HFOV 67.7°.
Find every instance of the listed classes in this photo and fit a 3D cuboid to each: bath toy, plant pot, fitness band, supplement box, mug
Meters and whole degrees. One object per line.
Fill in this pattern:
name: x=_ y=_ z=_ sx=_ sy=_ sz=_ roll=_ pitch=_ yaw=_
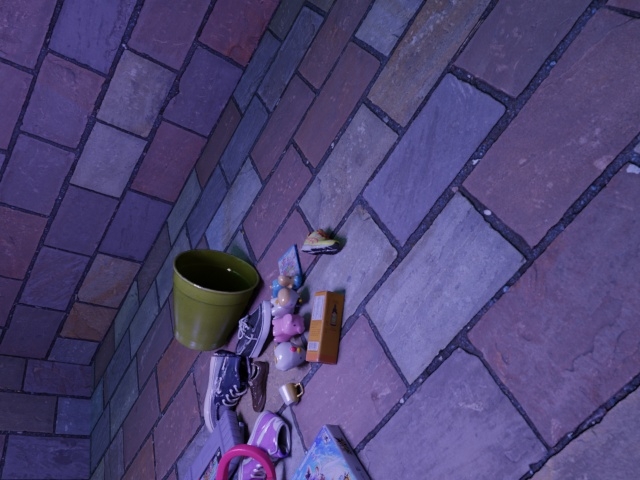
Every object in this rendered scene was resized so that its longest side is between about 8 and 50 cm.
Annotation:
bath toy: x=-0.110 y=0.294 z=1.716 sx=0.151 sy=0.129 sz=0.348 roll=92 pitch=172 yaw=-53
plant pot: x=-0.491 y=0.276 z=2.087 sx=0.366 sy=0.367 sz=0.352 roll=48 pitch=125 yaw=52
fitness band: x=-0.251 y=0.825 z=1.593 sx=0.209 sy=0.054 sz=0.290 roll=12 pitch=98 yaw=20
supplement box: x=0.016 y=0.287 z=1.580 sx=0.080 sy=0.078 sz=0.233 roll=-13 pitch=64 yaw=55
mug: x=-0.101 y=0.529 z=1.643 sx=0.078 sy=0.062 sz=0.064 roll=-54 pitch=45 yaw=33

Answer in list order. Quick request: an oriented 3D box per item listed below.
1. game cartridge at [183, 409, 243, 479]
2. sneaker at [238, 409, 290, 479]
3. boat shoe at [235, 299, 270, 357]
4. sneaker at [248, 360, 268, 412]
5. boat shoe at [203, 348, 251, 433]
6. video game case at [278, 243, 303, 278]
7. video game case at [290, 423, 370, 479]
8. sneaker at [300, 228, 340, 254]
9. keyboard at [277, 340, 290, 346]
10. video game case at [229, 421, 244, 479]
game cartridge: x=-0.411 y=0.853 z=1.802 sx=0.355 sy=0.068 sz=0.230 roll=-58 pitch=23 yaw=8
sneaker: x=-0.187 y=0.742 z=1.624 sx=0.161 sy=0.102 sz=0.281 roll=6 pitch=79 yaw=52
boat shoe: x=-0.267 y=0.342 z=1.847 sx=0.113 sy=0.105 sz=0.306 roll=-100 pitch=26 yaw=-43
sneaker: x=-0.249 y=0.555 z=1.821 sx=0.066 sy=0.071 sz=0.188 roll=-20 pitch=58 yaw=49
boat shoe: x=-0.368 y=0.615 z=1.923 sx=0.158 sy=0.127 sz=0.340 roll=-7 pitch=79 yaw=35
video game case: x=-0.122 y=0.113 z=1.909 sx=0.119 sy=0.015 sz=0.166 roll=-45 pitch=41 yaw=33
video game case: x=0.021 y=0.723 z=1.378 sx=0.269 sy=0.061 sz=0.244 roll=-62 pitch=36 yaw=12
sneaker: x=0.000 y=0.000 z=1.737 sx=0.209 sy=0.082 sz=0.094 roll=-1 pitch=71 yaw=54
keyboard: x=-0.138 y=0.348 z=1.811 sx=0.108 sy=0.023 sz=0.180 roll=-34 pitch=49 yaw=41
video game case: x=-0.337 y=0.857 z=1.794 sx=0.196 sy=0.026 sz=0.274 roll=-53 pitch=29 yaw=34
